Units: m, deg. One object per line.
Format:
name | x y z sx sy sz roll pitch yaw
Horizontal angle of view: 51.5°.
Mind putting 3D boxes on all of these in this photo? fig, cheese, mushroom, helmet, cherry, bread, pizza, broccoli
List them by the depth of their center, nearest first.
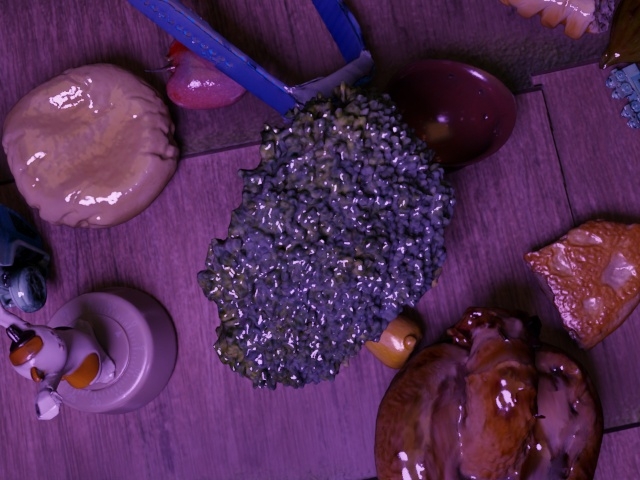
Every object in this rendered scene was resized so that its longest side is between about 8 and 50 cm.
mushroom | 0.197 0.212 0.775 0.263 0.195 0.283 12 100 -1
broccoli | 0.018 0.008 0.779 0.249 0.302 0.375 19 103 6
pizza | 0.337 0.046 0.856 0.161 0.062 0.182 19 90 1
fig | 0.426 -0.281 0.870 0.155 0.103 0.109 -35 44 11
helmet | 0.159 -0.150 0.873 0.175 0.106 0.155 -21 75 -8
bread | 0.318 -0.346 0.893 0.177 0.084 0.119 28 84 9
cheese | -0.308 -0.126 0.914 0.226 0.117 0.214 -26 87 -3
cherry | -0.164 -0.229 0.926 0.126 0.087 0.106 30 85 -9

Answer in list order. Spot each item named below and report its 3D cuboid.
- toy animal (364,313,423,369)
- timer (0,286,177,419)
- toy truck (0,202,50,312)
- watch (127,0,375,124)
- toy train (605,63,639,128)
toy animal | 0.055 0.101 0.867 0.159 0.083 0.070 31 79 18
timer | -0.295 0.136 0.798 0.175 0.266 0.175 -1 83 5
toy truck | -0.464 0.021 0.826 0.155 0.279 0.156 -15 72 4
watch | -0.082 -0.276 0.882 0.276 0.068 0.274 -25 81 -24
toy train | 0.421 -0.192 0.893 0.045 0.029 0.092 -25 84 -14
